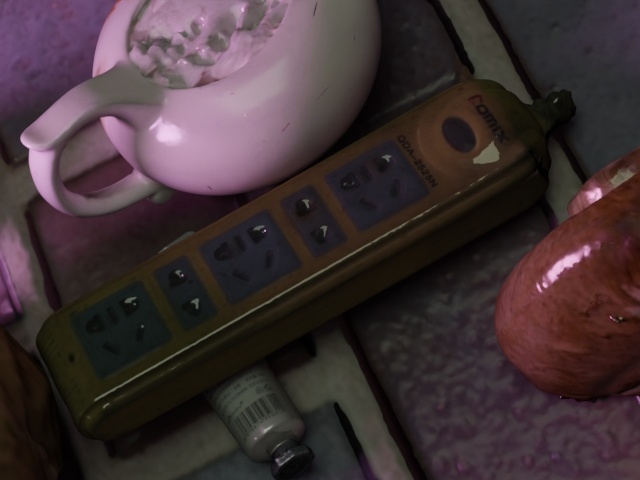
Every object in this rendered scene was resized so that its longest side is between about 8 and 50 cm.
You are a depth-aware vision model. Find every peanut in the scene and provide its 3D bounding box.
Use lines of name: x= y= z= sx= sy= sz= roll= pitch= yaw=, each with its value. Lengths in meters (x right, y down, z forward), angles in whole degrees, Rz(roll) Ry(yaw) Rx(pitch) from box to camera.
peanut: x=-0.245 y=0.081 z=1.038 sx=0.110 sy=0.197 sz=0.233 roll=-39 pitch=45 yaw=-6

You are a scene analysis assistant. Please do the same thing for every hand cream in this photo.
hand cream: x=-0.065 y=0.078 z=1.088 sx=0.067 sy=0.042 sz=0.194 roll=-38 pitch=58 yaw=3

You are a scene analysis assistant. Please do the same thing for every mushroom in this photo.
mushroom: x=0.228 y=-0.015 z=0.977 sx=0.285 sy=0.151 sz=0.156 roll=-34 pitch=65 yaw=1

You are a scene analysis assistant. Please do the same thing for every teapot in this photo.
teapot: x=-0.068 y=-0.123 z=1.103 sx=0.204 sy=0.139 sz=0.298 roll=33 pitch=77 yaw=32

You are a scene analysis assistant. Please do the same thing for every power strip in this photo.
power strip: x=0.000 y=0.000 z=1.060 sx=0.387 sy=0.066 sz=0.092 roll=-29 pitch=57 yaw=-6
